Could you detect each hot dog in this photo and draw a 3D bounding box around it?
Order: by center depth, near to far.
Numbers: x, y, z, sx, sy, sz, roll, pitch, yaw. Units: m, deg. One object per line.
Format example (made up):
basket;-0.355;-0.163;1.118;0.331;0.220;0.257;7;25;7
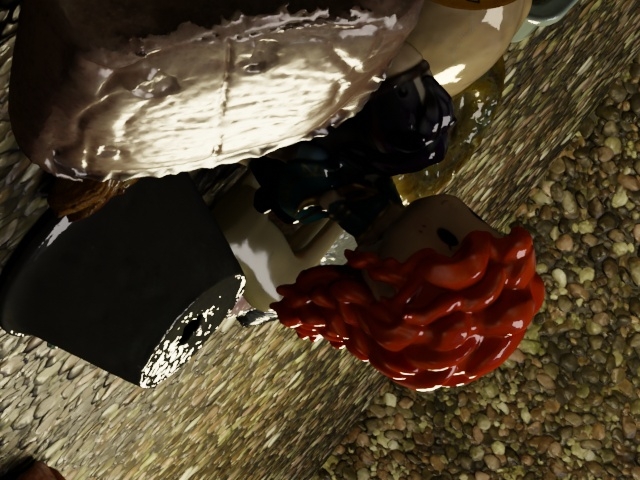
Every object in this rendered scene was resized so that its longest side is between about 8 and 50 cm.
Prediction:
hot dog;-0.200;-0.074;1.524;0.147;0.065;0.099;-56;175;27

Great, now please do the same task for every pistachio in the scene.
pistachio;0.129;-0.261;1.831;0.187;0.187;0.299;-40;174;-31

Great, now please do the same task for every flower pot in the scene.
flower pot;-0.188;0.044;1.699;0.269;0.166;0.269;-43;166;-13

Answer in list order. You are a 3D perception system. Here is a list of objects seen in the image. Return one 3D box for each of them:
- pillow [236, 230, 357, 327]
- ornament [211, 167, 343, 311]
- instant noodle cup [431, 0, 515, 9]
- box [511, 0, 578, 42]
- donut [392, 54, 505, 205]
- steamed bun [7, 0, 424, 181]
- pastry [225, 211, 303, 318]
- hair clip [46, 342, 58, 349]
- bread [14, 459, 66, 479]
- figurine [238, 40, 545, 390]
pillow;0.000;0.000;2.360;0.335;0.092;0.161;-49;162;10
ornament;-0.090;-0.003;1.971;0.245;0.061;0.230;-53;136;-21
instant noodle cup;0.164;-0.354;1.596;0.172;0.215;0.216;-47;172;-50
box;0.293;-0.388;2.018;0.312;0.175;0.182;-45;177;-12
donut;0.124;-0.163;2.065;0.261;0.128;0.208;-53;148;-8
steamed bun;-0.091;-0.183;1.240;0.301;0.199;0.251;-11;162;-20
pastry;-0.073;0.015;2.118;0.265;0.112;0.103;-40;147;-43
hair clip;-0.262;0.106;1.931;0.066;0.036;0.229;-53;161;6
bread;-0.399;0.393;2.158;0.244;0.123;0.190;-34;164;-46
figurine;0.067;-0.032;1.805;0.306;0.412;0.241;-20;-177;22
